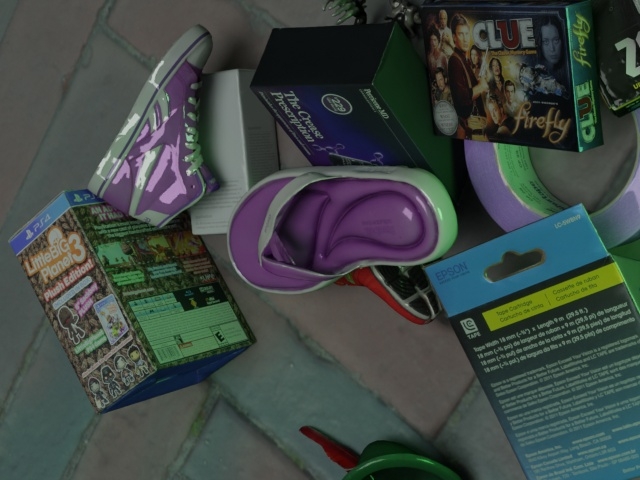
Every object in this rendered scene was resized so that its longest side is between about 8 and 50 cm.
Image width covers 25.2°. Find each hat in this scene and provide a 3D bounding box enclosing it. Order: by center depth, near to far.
[{"bbox_3d":[0.097,0.299,1.985,0.209,0.183,0.173,20,122,-13],"label":"hat"}]

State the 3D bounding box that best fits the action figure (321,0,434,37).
[{"bbox_3d":[0.082,-0.276,1.849,0.164,0.141,0.275,36,112,22],"label":"action figure"}]

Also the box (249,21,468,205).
[{"bbox_3d":[0.059,-0.155,1.804,0.184,0.261,0.103,0,58,33],"label":"box"}]

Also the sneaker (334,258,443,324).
[{"bbox_3d":[0.060,0.026,1.945,0.279,0.107,0.118,43,136,25],"label":"sneaker"}]

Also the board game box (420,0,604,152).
[{"bbox_3d":[0.217,-0.195,1.656,0.243,0.042,0.165,12,115,53],"label":"board game box"}]

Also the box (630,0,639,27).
[{"bbox_3d":[0.379,-0.248,1.520,0.094,0.027,0.137,-28,76,55],"label":"box"}]

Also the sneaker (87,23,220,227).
[{"bbox_3d":[-0.188,-0.150,1.988,0.161,0.102,0.282,31,104,1],"label":"sneaker"}]

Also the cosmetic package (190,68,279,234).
[{"bbox_3d":[-0.128,-0.125,2.043,0.117,0.085,0.231,-2,93,35],"label":"cosmetic package"}]

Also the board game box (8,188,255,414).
[{"bbox_3d":[-0.271,0.075,2.075,0.141,0.232,0.291,-37,75,32],"label":"board game box"}]

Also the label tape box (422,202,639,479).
[{"bbox_3d":[0.309,0.128,1.733,0.241,0.106,0.333,-24,94,35],"label":"label tape box"}]

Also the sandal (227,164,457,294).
[{"bbox_3d":[-0.006,-0.014,1.829,0.416,0.102,0.169,-16,98,48],"label":"sandal"}]

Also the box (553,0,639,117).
[{"bbox_3d":[0.413,-0.323,1.595,0.322,0.079,0.257,-27,82,13],"label":"box"}]

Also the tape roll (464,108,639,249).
[{"bbox_3d":[0.316,-0.121,1.742,0.275,0.090,0.274,5,99,33],"label":"tape roll"}]
